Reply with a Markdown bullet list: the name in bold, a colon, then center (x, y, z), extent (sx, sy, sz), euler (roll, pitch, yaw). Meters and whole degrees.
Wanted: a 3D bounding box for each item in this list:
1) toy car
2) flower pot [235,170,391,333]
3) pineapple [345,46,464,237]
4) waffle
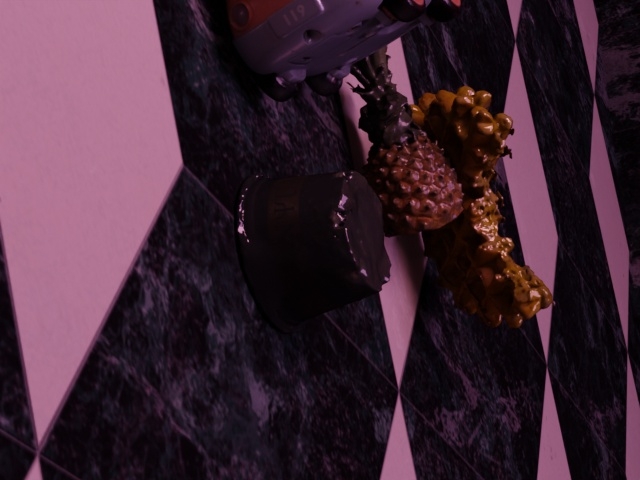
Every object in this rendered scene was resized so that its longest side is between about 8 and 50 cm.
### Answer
- **toy car**: center (0.000, -0.274, 1.468), extent (0.212, 0.181, 0.270), euler (62, 23, 3)
- **flower pot**: center (0.000, 0.000, 1.384), extent (0.157, 0.107, 0.157), euler (-16, 90, -70)
- **pineapple**: center (0.080, -0.146, 1.674), extent (0.130, 0.119, 0.277), euler (-27, 101, -50)
- **waffle**: center (0.182, -0.041, 1.752), extent (0.260, 0.069, 0.293), euler (-166, -117, -68)
